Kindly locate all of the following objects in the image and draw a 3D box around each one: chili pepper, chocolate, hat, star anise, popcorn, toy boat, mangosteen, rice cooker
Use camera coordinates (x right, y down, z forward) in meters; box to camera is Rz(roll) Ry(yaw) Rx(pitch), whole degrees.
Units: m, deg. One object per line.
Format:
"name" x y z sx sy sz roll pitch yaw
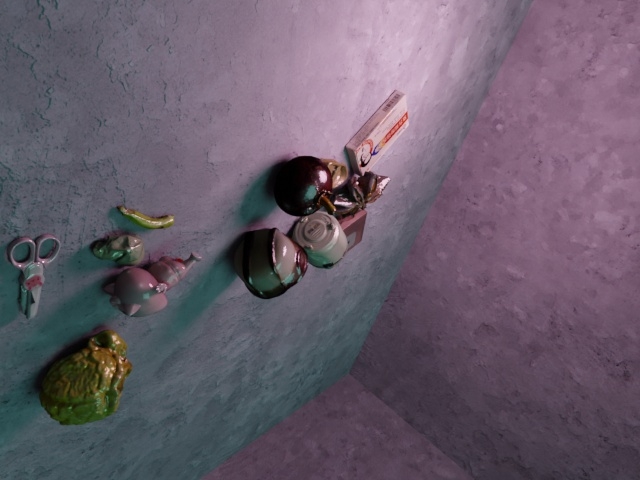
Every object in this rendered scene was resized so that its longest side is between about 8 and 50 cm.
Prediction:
"chili pepper" -0.503 -0.059 1.413 0.049 0.043 0.208 -49 156 17
"chocolate" -0.204 0.065 1.847 0.283 0.284 0.186 -47 135 -14
"hat" -0.562 0.039 1.401 0.122 0.081 0.166 -44 162 -16
"star anise" 0.168 -0.210 2.222 0.332 0.117 0.331 -31 166 -8
"popcorn" -0.691 0.430 1.472 0.286 0.225 0.173 -42 155 -21
"toy boat" 0.045 -0.282 2.040 0.188 0.061 0.116 -3 122 -58
"mangosteen" -0.039 -0.181 1.791 0.235 0.261 0.235 -39 152 -26
"rice cooker" 0.000 0.000 2.138 0.226 0.226 0.244 -52 152 -6

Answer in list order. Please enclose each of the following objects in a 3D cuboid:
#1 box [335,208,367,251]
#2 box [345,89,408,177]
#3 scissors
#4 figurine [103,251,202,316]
"box" 0.124 -0.042 2.429 0.215 0.086 0.215 -36 149 -34
"box" 0.260 -0.472 2.175 0.353 0.069 0.214 -48 153 -10
"scissors" -0.728 0.096 1.231 0.118 0.031 0.242 -16 130 -52
"figurine" -0.504 0.140 1.507 0.287 0.176 0.186 -43 148 -41
